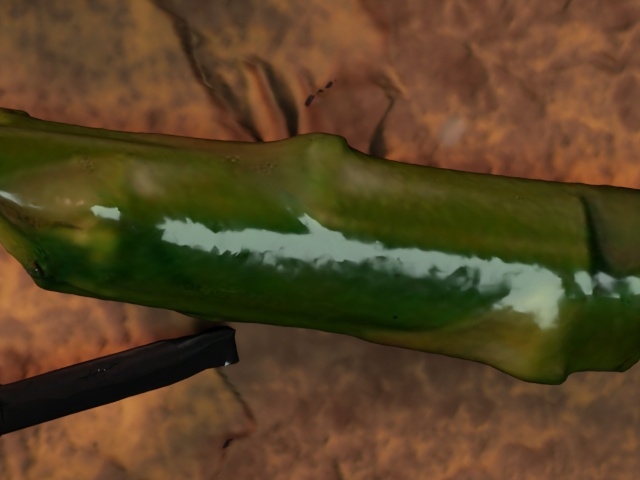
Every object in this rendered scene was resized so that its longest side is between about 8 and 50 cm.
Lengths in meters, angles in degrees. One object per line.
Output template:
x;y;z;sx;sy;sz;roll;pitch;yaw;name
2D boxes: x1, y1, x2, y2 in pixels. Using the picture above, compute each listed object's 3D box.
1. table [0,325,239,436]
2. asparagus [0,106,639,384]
-0.123;0.154;0.656;0.249;0.317;0.317;-1;101;-26;table
0.000;0.000;0.717;0.343;0.082;0.085;5;103;-13;asparagus
